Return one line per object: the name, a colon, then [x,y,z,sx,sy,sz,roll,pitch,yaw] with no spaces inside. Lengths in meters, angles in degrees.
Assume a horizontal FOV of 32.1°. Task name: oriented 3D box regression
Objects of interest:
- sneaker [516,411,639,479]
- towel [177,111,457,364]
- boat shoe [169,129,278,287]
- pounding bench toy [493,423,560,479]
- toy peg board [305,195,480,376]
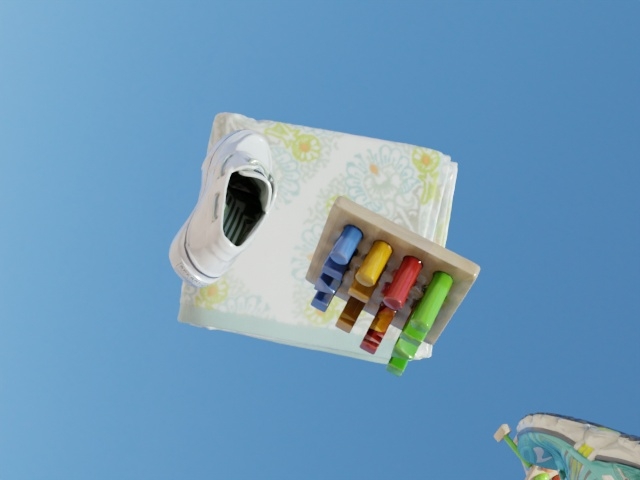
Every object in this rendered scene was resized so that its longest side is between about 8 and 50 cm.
sneaker: [0.269,0.235,1.092,0.275,0.107,0.109,5,-104,72]
towel: [0.000,0.000,1.630,0.090,0.375,0.320,92,8,-83]
boat shoe: [-0.074,-0.042,1.091,0.076,0.083,0.226,-30,-151,33]
pounding bench toy: [0.243,0.242,1.262,0.065,0.083,0.052,-102,-158,-45]
toy peg board: [0.058,0.058,1.155,0.079,0.161,0.161,-60,175,-33]
